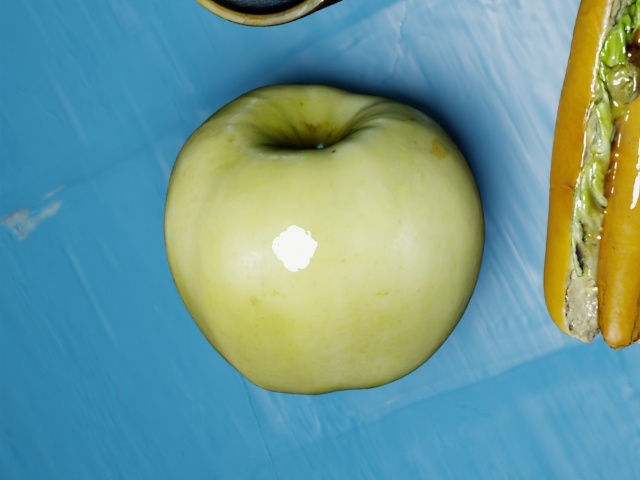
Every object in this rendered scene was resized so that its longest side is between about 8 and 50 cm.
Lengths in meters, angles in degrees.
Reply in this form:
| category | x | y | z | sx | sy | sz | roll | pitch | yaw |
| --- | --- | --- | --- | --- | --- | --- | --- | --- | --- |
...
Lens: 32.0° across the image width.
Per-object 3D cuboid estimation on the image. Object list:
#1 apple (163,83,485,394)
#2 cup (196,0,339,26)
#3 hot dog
| category | x | y | z | sx | sy | sz | roll | pitch | yaw |
| --- | --- | --- | --- | --- | --- | --- | --- | --- | --- |
| apple | 0.000 | 0.000 | 0.907 | 0.262 | 0.262 | 0.262 | 7 | 109 | 22 |
| cup | 0.014 | -0.276 | 0.851 | 0.239 | 0.177 | 0.166 | -36 | 89 | 29 |
| hot dog | 0.244 | -0.071 | 0.855 | 0.135 | 0.100 | 0.337 | 11 | 111 | 22 |
